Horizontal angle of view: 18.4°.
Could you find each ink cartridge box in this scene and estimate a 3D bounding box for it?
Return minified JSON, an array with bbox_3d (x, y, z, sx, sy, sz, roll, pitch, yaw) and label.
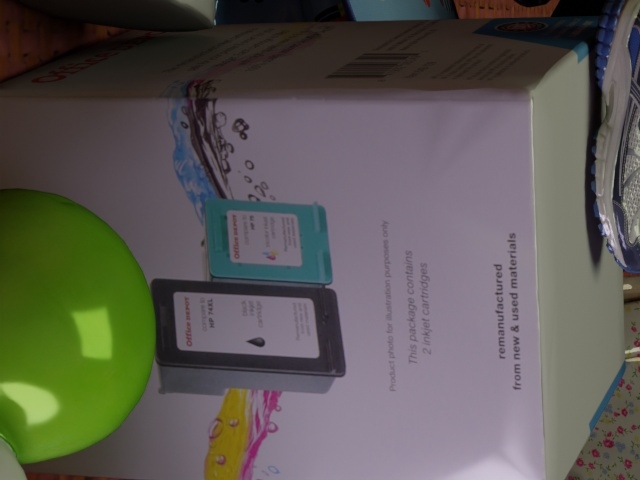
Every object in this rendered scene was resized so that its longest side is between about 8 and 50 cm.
[{"bbox_3d":[0.000,0.000,0.987,0.198,0.270,0.197,-39,128,-65],"label":"ink cartridge box"}]

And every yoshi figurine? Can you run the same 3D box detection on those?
[{"bbox_3d":[-0.111,0.126,0.819,0.203,0.204,0.362,-77,155,-51],"label":"yoshi figurine"}]

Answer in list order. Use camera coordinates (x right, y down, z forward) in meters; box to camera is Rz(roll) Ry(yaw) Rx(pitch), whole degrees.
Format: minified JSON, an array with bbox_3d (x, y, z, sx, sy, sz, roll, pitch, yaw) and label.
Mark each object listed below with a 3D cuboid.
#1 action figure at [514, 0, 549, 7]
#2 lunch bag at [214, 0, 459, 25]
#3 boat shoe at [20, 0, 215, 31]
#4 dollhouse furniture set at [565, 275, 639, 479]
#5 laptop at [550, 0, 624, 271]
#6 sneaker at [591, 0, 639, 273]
[{"bbox_3d":[0.112,-0.294,1.285,0.164,0.141,0.275,38,37,-67],"label":"action figure"},{"bbox_3d":[-0.002,-0.198,1.210,0.221,0.138,0.293,-4,86,-68],"label":"lunch bag"},{"bbox_3d":[-0.125,-0.163,0.915,0.267,0.096,0.088,21,75,-60],"label":"boat shoe"},{"bbox_3d":[0.198,0.158,1.240,0.174,0.356,0.303,125,-50,-61],"label":"dollhouse furniture set"},{"bbox_3d":[0.181,-0.059,1.246,0.137,0.264,0.234,25,96,-35],"label":"laptop"},{"bbox_3d":[0.161,-0.050,0.944,0.052,0.058,0.135,-24,115,-69],"label":"sneaker"}]
